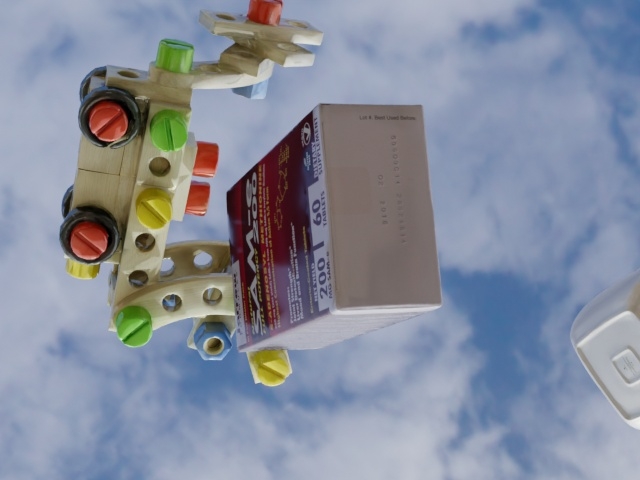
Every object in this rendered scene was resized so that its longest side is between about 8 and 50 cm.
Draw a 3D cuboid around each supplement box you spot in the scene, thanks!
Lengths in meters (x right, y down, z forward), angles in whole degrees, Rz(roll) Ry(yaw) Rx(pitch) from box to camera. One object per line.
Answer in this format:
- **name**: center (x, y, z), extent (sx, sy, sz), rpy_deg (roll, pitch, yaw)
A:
- **supplement box**: center (0.000, 0.000, 0.874), extent (0.073, 0.239, 0.130), rpy_deg (-2, -101, -18)

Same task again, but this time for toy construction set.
- **toy construction set**: center (-0.101, -0.046, 1.065), extent (0.215, 0.151, 0.328), rpy_deg (8, -81, -14)

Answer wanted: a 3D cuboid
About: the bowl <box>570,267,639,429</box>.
- **bowl**: center (0.300, 0.107, 1.191), extent (0.053, 0.142, 0.142), rpy_deg (-28, -101, -37)
